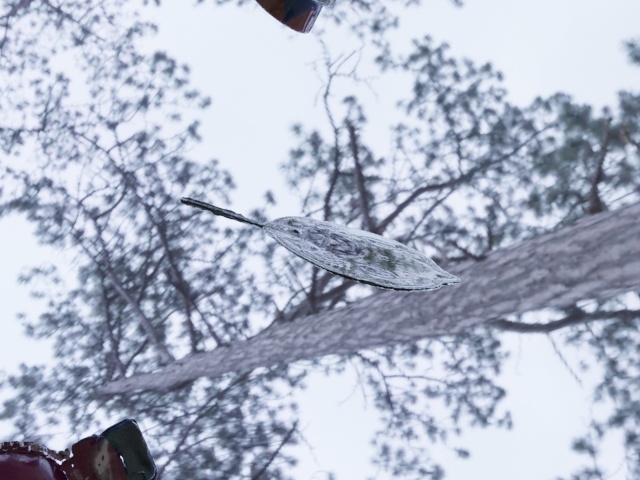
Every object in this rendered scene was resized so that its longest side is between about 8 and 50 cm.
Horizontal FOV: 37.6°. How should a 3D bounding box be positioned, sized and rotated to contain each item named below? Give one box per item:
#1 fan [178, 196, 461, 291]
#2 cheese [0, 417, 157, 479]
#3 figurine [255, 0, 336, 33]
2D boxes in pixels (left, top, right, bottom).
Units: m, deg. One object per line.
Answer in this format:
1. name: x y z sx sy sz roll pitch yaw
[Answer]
1. fan: 0.000 0.001 1.076 0.335 0.229 0.011 17 -76 1
2. cheese: -0.166 0.155 0.555 0.145 0.038 0.095 -25 -81 -28
3. figurine: 0.027 -0.304 0.777 0.158 0.161 0.275 2 -68 -32
